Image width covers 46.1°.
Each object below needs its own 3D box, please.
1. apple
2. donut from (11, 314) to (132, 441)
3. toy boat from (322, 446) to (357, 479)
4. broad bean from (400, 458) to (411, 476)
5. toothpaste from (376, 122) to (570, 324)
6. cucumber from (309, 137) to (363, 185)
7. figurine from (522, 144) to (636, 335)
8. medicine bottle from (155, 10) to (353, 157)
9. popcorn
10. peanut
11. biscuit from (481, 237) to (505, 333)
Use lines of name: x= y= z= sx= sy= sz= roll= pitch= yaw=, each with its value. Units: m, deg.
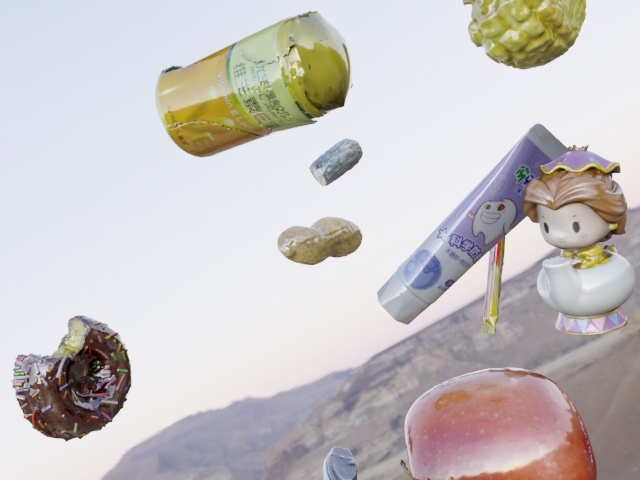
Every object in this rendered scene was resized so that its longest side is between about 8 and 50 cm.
apple: x=0.167 y=0.207 z=0.701 sx=0.168 sy=0.181 sz=0.181 roll=-11 pitch=-10 yaw=7
donut: x=-0.437 y=0.253 z=1.372 sx=0.096 sy=0.216 sz=0.230 roll=-12 pitch=8 yaw=31
toy boat: x=0.031 y=0.403 z=1.258 sx=0.059 sy=0.066 sz=0.140 roll=13 pitch=12 yaw=-5
broad bean: x=0.153 y=0.365 z=0.997 sx=0.067 sy=0.075 sz=0.325 roll=-5 pitch=-30 yaw=8
toothpaste: x=0.236 y=-0.019 z=1.172 sx=0.125 sy=0.080 sz=0.371 roll=32 pitch=-71 yaw=-32
cucumber: x=0.031 y=-0.153 z=1.485 sx=0.112 sy=0.064 sz=0.064 roll=-42 pitch=-3 yaw=-30
figurine: x=0.372 y=-0.005 z=1.078 sx=0.142 sy=0.264 sz=0.189 roll=-1 pitch=14 yaw=42
medicine bottle: x=-0.074 y=-0.178 z=0.879 sx=0.238 sy=0.124 sz=0.124 roll=-12 pitch=1 yaw=37
popcorn: x=0.395 y=-0.433 z=1.400 sx=0.173 sy=0.225 sz=0.286 roll=-3 pitch=32 yaw=45
peanut: x=-0.001 y=-0.001 z=1.459 sx=0.192 sy=0.089 sz=0.089 roll=-11 pitch=-20 yaw=-41
biscuit: x=0.345 y=0.038 z=1.483 sx=0.026 sy=0.292 sz=0.048 roll=5 pitch=-2 yaw=-12
